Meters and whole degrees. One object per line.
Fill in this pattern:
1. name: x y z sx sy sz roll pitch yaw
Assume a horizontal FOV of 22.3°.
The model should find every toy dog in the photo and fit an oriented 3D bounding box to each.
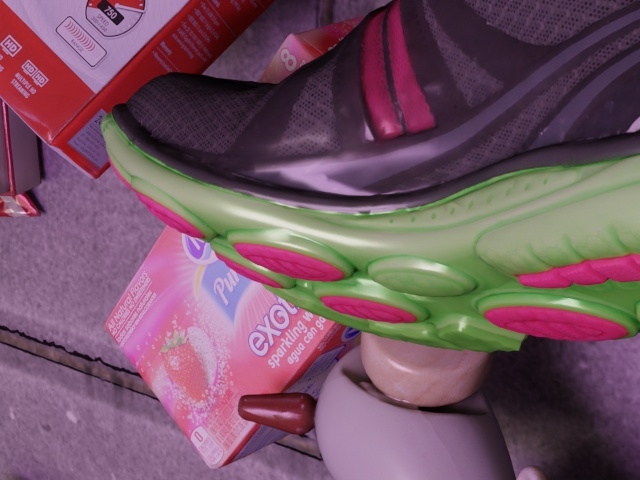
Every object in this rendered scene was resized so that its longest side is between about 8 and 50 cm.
1. toy dog: 0.042 0.172 0.951 0.333 0.161 0.220 -104 8 -61

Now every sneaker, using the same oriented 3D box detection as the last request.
1. sneaker: 0.084 -0.059 0.831 0.483 0.185 0.202 2 66 41

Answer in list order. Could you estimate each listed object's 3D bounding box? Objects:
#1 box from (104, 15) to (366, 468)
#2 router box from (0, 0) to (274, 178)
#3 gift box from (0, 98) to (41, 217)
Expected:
1. box: 0.000 0.000 1.091 0.142 0.154 0.300 50 131 17
2. router box: -0.163 -0.261 1.078 0.301 0.082 0.335 -46 69 -1
3. gift box: -0.357 -0.124 1.299 0.276 0.258 0.255 8 108 18
